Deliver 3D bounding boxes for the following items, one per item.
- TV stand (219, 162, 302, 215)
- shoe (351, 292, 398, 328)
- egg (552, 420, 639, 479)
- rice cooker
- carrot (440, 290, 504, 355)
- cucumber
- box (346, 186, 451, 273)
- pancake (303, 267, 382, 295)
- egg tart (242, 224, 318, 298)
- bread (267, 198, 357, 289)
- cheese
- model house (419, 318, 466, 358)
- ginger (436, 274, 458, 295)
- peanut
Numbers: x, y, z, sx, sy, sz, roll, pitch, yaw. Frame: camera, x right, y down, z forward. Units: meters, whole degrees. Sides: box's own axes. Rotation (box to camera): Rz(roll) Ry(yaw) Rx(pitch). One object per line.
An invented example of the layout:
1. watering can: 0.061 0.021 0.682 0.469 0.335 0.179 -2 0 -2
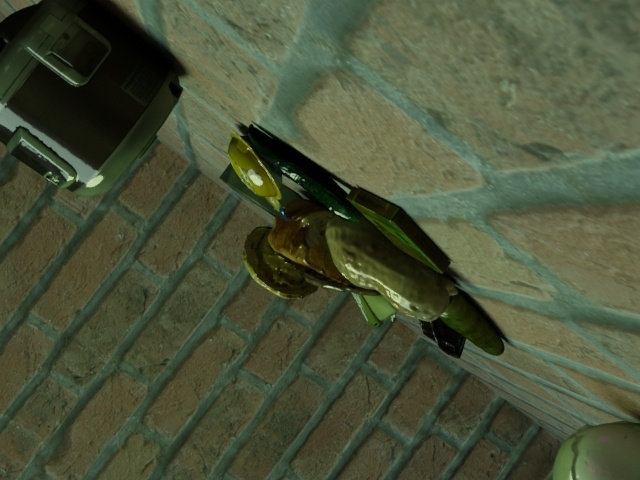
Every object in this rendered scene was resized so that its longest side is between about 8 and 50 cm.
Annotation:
1. TV stand: -0.153 -0.132 1.979 0.269 0.083 0.088 32 176 36
2. shoe: 0.136 0.120 2.059 0.140 0.128 0.262 -131 18 -78
3. egg: 0.604 0.494 1.424 0.336 0.278 0.278 35 177 -31
4. rice cooker: -0.468 -0.279 1.361 0.325 0.335 0.335 39 175 -22
5. carrot: 0.352 0.201 1.647 0.074 0.074 0.358 32 175 41
6. cucumber: -0.032 -0.123 1.340 0.284 0.056 0.056 39 177 18
7. box: 0.138 -0.018 1.276 0.121 0.030 0.193 31 173 46
8. pancake: 0.104 0.100 1.788 0.286 0.033 0.288 8 -174 35
9. egg tart: -0.090 0.043 1.890 0.241 0.106 0.241 21 -139 -19
10. bread: 0.005 -0.004 1.686 0.195 0.149 0.344 25 179 -21
11. cheese: -0.130 -0.137 1.569 0.177 0.069 0.270 44 166 34
12. model house: 0.303 0.217 1.926 0.152 0.106 0.165 36 171 -19
13. ginger: 0.196 0.080 1.573 0.089 0.075 0.288 14 -178 -29
14. peanut: 0.127 0.052 1.432 0.290 0.130 0.130 36 175 18
